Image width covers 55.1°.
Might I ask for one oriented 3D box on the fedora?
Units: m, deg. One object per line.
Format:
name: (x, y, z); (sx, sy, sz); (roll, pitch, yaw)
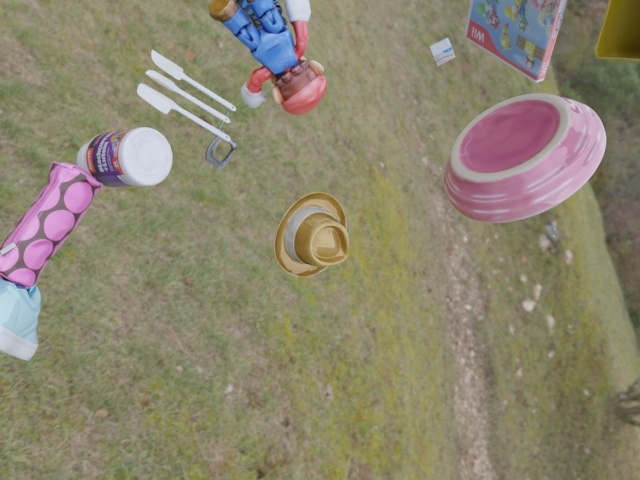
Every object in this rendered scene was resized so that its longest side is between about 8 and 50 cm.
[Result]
fedora: (0.000, 0.000, 1.214); (0.194, 0.194, 0.079); (16, 9, -47)

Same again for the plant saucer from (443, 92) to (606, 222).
plant saucer: (0.396, -0.185, 1.249); (0.084, 0.332, 0.332); (48, 34, -33)

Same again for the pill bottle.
pill bottle: (-0.382, -0.156, 1.173); (0.108, 0.193, 0.108); (-3, 94, -49)

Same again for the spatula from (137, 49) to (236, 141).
spatula: (-0.309, -0.332, 1.451); (0.242, 0.019, 0.168); (30, 40, -30)

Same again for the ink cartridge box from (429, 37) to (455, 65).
ink cartridge box: (0.298, -0.455, 1.494); (0.083, 0.048, 0.028); (15, 53, -69)

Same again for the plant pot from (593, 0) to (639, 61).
plant pot: (0.620, -0.382, 0.997); (0.187, 0.212, 0.212); (3, 17, -24)

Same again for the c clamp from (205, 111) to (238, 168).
c clamp: (-0.274, -0.272, 1.749); (0.022, 0.137, 0.161); (31, -8, 16)

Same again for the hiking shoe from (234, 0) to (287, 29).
hiking shoe: (-0.173, -0.681, 1.748); (0.304, 0.132, 0.113); (13, 86, -82)

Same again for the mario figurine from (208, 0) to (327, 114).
mario figurine: (-0.103, -0.407, 1.318); (0.320, 0.198, 0.170); (52, 45, -42)

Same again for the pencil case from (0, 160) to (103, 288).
pencil case: (-0.433, -0.029, 0.956); (0.209, 0.095, 0.098); (-61, 159, -13)

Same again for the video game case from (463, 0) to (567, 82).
video game case: (0.343, -0.445, 1.056); (0.025, 0.285, 0.204); (-22, 49, -21)

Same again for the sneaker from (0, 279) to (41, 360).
sneaker: (-0.566, 0.128, 1.135); (0.135, 0.366, 0.150); (31, 70, -13)
